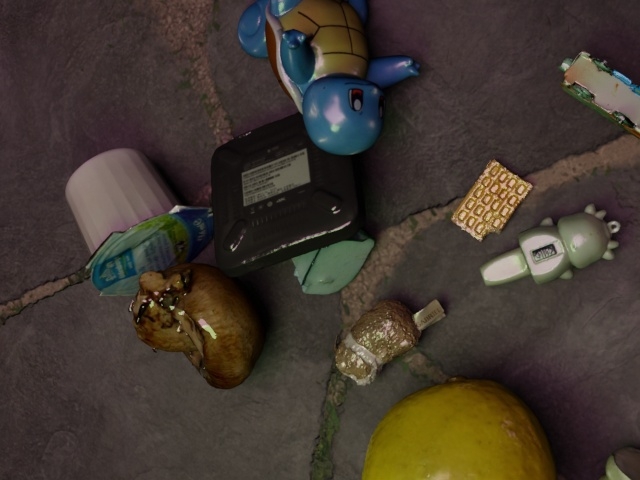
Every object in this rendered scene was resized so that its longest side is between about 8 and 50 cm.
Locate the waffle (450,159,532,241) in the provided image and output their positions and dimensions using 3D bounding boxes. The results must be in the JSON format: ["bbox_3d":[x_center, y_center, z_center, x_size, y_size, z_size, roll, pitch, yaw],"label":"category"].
[{"bbox_3d":[0.298,-0.064,1.817,0.092,0.021,0.135,36,104,17],"label":"waffle"}]

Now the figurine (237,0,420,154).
[{"bbox_3d":[-0.009,-0.344,1.809,0.243,0.298,0.416,-53,51,22],"label":"figurine"}]

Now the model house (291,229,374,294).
[{"bbox_3d":[0.000,0.000,1.905,0.148,0.119,0.148,59,136,35],"label":"model house"}]

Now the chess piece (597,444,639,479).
[{"bbox_3d":[0.480,0.522,1.698,0.182,0.182,0.330,32,109,18],"label":"chess piece"}]

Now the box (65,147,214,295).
[{"bbox_3d":[-0.346,-0.061,1.981,0.291,0.262,0.206,-29,67,-12],"label":"box"}]

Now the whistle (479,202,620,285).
[{"bbox_3d":[0.387,0.018,1.747,0.244,0.092,0.110,-24,84,19],"label":"whistle"}]

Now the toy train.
[{"bbox_3d":[0.477,-0.240,1.700,0.188,0.099,0.072,38,102,18],"label":"toy train"}]

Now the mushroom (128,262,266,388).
[{"bbox_3d":[-0.216,0.143,1.900,0.195,0.283,0.263,-48,47,2],"label":"mushroom"}]

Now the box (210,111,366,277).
[{"bbox_3d":[-0.066,-0.094,1.870,0.290,0.073,0.289,-19,55,20],"label":"box"}]

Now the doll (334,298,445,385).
[{"bbox_3d":[0.118,0.170,1.851,0.221,0.105,0.115,-37,72,21],"label":"doll"}]

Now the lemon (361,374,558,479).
[{"bbox_3d":[0.227,0.394,1.700,0.348,0.348,0.347,1,92,22],"label":"lemon"}]
